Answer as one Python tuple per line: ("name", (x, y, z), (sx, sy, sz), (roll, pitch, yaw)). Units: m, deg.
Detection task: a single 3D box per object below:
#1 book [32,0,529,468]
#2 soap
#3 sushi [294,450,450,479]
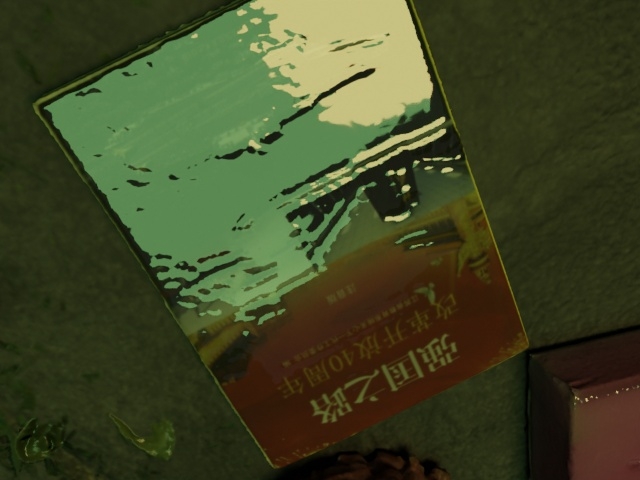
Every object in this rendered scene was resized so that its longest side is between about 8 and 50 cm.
("book", (0.000, 0.000, 0.469), (0.263, 0.028, 0.374), (-27, 114, -1))
("soap", (0.338, 0.173, 0.573), (0.259, 0.081, 0.181), (-10, 113, -7))
("sushi", (0.046, 0.341, 0.540), (0.237, 0.171, 0.270), (15, 104, -16))
